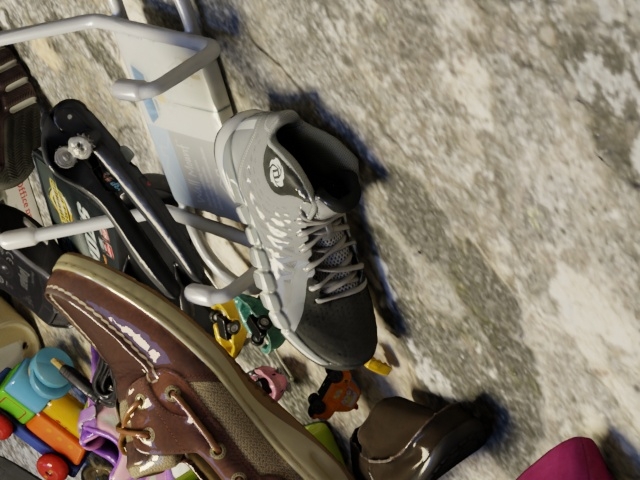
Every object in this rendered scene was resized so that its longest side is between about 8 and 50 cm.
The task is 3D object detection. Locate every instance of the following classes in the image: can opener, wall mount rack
[{"bbox_3d":[-0.156,-0.036,1.496,0.186,0.059,0.073,50,-163,-3],"label":"can opener"},{"bbox_3d":[-0.182,-0.082,1.620,0.304,0.130,0.350,16,133,45],"label":"wall mount rack"}]

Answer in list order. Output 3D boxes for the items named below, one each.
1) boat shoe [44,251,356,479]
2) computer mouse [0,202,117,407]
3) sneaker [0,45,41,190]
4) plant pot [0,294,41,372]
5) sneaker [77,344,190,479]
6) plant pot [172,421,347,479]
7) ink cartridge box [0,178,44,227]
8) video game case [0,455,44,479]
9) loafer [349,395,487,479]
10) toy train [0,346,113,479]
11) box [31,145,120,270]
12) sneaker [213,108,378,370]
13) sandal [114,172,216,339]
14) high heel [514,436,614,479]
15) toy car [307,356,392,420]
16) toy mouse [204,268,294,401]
[{"bbox_3d":[-0.121,0.153,1.597,0.342,0.123,0.123,43,163,0],"label":"boat shoe"},{"bbox_3d":[-0.282,0.061,1.978,0.262,0.060,0.184,33,143,25],"label":"computer mouse"},{"bbox_3d":[-0.378,-0.167,1.980,0.281,0.106,0.162,65,162,9],"label":"sneaker"},{"bbox_3d":[-0.500,0.130,2.416,0.274,0.256,0.256,15,135,33],"label":"plant pot"},{"bbox_3d":[-0.222,0.178,2.037,0.095,0.105,0.236,96,150,-63],"label":"sneaker"},{"bbox_3d":[-0.079,0.326,1.783,0.228,0.227,0.207,-26,93,56],"label":"plant pot"},{"bbox_3d":[-0.387,-0.021,2.106,0.056,0.135,0.099,30,144,41],"label":"ink cartridge box"},{"bbox_3d":[-0.272,0.378,2.364,0.248,0.035,0.275,41,166,-31],"label":"video game case"},{"bbox_3d":[0.065,0.168,1.540,0.078,0.080,0.220,55,156,5],"label":"loafer"},{"bbox_3d":[-0.284,0.234,2.289,0.248,0.105,0.143,39,140,-10],"label":"toy train"},{"bbox_3d":[-0.207,0.017,1.913,0.175,0.051,0.220,36,148,40],"label":"box"},{"bbox_3d":[0.000,0.000,1.463,0.132,0.086,0.228,-9,110,62],"label":"sneaker"},{"bbox_3d":[-0.156,0.050,1.791,0.097,0.054,0.254,-1,131,10],"label":"sandal"},{"bbox_3d":[0.151,0.239,1.488,0.377,0.127,0.181,170,98,-69],"label":"high heel"},{"bbox_3d":[0.027,0.131,1.605,0.041,0.060,0.122,28,166,-12],"label":"toy car"},{"bbox_3d":[-0.051,0.101,1.730,0.143,0.031,0.161,21,128,55],"label":"toy mouse"}]
